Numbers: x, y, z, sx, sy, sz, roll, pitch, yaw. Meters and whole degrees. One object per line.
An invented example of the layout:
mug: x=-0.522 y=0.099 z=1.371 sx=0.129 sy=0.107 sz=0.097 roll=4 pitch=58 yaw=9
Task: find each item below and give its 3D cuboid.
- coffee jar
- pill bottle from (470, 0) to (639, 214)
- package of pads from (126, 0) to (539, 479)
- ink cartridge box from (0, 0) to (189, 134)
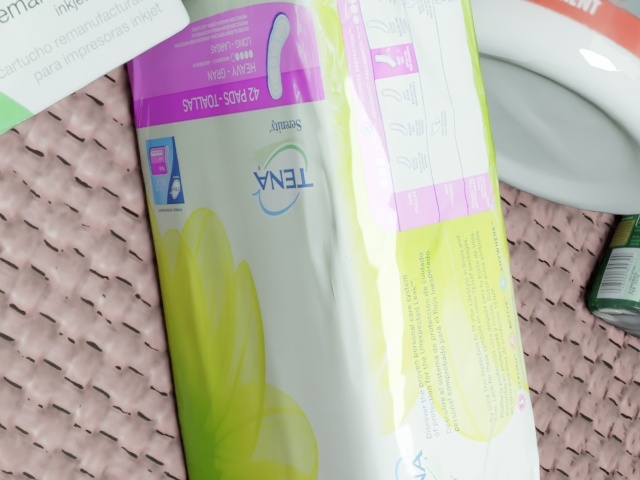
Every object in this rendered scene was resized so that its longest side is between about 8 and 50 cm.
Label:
coffee jar: x=0.246 y=-0.023 z=1.111 sx=0.096 sy=0.079 sz=0.184 roll=25 pitch=78 yaw=-25
pill bottle: x=0.193 y=-0.216 z=1.006 sx=0.210 sy=0.210 sz=0.363 roll=36 pitch=72 yaw=-26
package of pads: x=0.000 y=0.000 z=0.876 sx=0.101 sy=0.229 sz=0.296 roll=-12 pitch=97 yaw=-30
ink cartridge box: x=-0.230 y=-0.178 z=0.800 sx=0.211 sy=0.121 sz=0.289 roll=-35 pitch=107 yaw=-27
